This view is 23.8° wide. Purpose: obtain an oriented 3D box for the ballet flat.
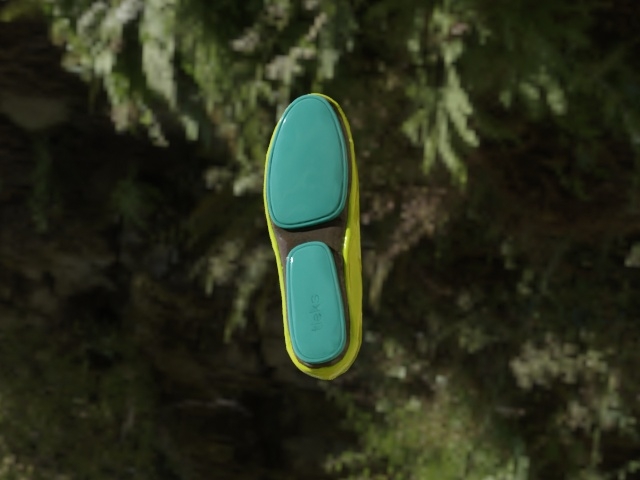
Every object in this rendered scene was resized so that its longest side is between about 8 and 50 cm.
[{"bbox_3d":[0.000,0.000,1.217,0.077,0.077,0.230,39,-134,-67],"label":"ballet flat"}]
